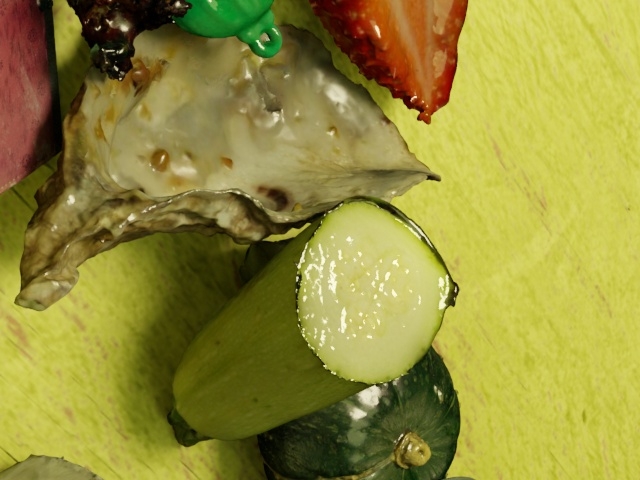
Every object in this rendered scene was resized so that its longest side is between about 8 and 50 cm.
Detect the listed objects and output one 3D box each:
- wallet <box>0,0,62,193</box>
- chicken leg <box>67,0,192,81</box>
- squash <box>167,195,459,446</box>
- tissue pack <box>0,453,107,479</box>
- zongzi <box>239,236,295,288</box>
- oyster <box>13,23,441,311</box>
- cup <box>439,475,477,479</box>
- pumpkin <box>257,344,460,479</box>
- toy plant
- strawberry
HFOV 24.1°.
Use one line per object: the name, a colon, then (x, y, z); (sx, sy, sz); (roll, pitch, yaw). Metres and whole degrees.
wallet: (-0.214, -0.149, 0.990); (0.119, 0.025, 0.232); (-47, 142, -58)
chicken leg: (-0.139, -0.217, 0.984); (0.063, 0.105, 0.233); (-34, 120, -54)
squash: (-0.044, 0.093, 1.110); (0.137, 0.287, 0.137); (33, 37, -30)
tissue pack: (-0.182, 0.408, 1.074); (0.264, 0.253, 0.416); (-32, 122, -28)
zongzi: (0.000, 0.000, 1.208); (0.154, 0.062, 0.130); (-38, 151, -26)
oyster: (-0.086, -0.078, 1.111); (0.396, 0.111, 0.204); (-14, 72, -41)
cup: (0.108, 0.315, 1.224); (0.199, 0.150, 0.199); (-30, 145, -25)
pumpkin: (0.032, 0.153, 1.243); (0.190, 0.146, 0.190); (-38, 145, -33)
toy plant: (-0.079, -0.225, 1.071); (0.200, 0.105, 0.143); (53, 54, -22)
strawberry: (0.053, -0.216, 1.195); (0.174, 0.098, 0.228); (-55, 137, -26)
